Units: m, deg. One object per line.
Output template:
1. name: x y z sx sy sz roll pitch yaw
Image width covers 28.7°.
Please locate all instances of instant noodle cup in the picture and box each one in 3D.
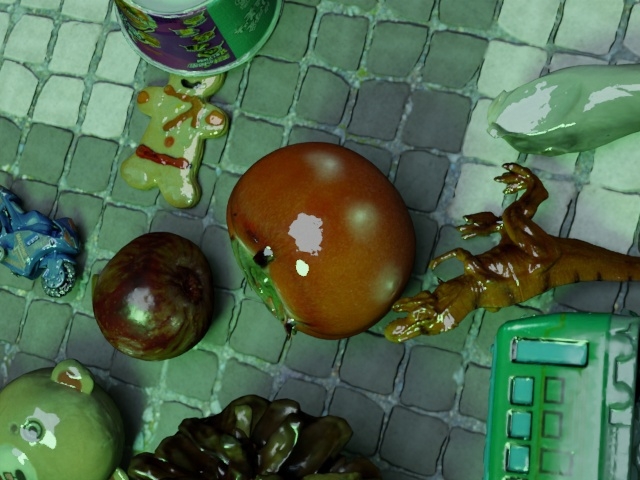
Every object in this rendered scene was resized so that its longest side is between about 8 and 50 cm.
1. instant noodle cup: -0.181 -0.367 1.698 0.251 0.190 0.251 -1 82 5

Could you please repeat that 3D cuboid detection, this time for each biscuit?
1. biscuit: -0.203 -0.172 1.795 0.153 0.030 0.234 22 90 20

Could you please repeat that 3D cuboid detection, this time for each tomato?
1. tomato: 0.000 0.000 1.574 0.224 0.256 0.256 -37 70 -7

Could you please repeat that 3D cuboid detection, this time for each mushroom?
1. mushroom: 0.381 -0.168 1.533 0.351 0.109 0.097 -6 52 19

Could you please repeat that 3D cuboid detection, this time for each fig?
1. fig: -0.248 0.089 1.712 0.207 0.175 0.175 -23 74 31

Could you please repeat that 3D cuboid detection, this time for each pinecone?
1. pinecone: -0.083 0.365 1.455 0.397 0.397 0.398 -3 81 20

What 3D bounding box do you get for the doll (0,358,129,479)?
1. doll: -0.421 0.279 1.740 0.329 0.174 0.235 -7 109 22

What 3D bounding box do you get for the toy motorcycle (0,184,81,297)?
1. toy motorcycle: -0.422 0.000 1.829 0.205 0.076 0.114 28 83 24

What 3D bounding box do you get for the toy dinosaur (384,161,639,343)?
1. toy dinosaur: 0.269 0.006 1.541 0.432 0.097 0.208 -16 50 -2

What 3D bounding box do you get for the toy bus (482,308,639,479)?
1. toy bus: 0.292 0.250 1.462 0.199 0.183 0.344 1 81 24
